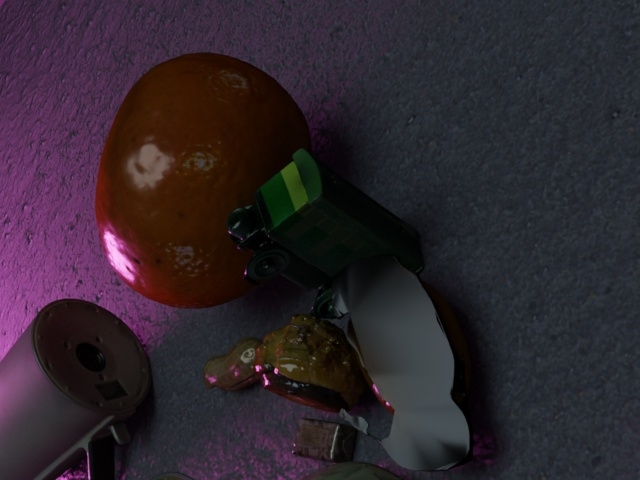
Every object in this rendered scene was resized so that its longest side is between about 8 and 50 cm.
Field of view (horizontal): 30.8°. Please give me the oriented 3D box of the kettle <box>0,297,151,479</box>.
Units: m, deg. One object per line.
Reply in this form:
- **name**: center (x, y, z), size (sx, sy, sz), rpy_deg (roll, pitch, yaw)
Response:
- **kettle**: center (-0.503, 0.359, 2.220), size (0.377, 0.250, 0.361), rpy_deg (-43, 74, 31)

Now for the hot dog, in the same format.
- **hot dog**: center (0.128, 0.181, 1.645), size (0.194, 0.107, 0.325), rpy_deg (-21, 64, 28)

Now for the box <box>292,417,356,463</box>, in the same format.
- **box**: center (0.006, 0.307, 1.778), size (0.098, 0.045, 0.062), rpy_deg (1, 75, 50)

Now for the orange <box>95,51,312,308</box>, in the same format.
- **orange**: center (-0.183, -0.092, 1.912), size (0.424, 0.326, 0.423), rpy_deg (12, -90, -87)

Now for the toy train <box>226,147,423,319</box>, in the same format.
- **toy train**: center (0.000, 0.000, 1.734), size (0.202, 0.301, 0.120), rpy_deg (-38, 47, 19)

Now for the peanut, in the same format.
- **peanut**: center (-0.137, 0.209, 1.963), size (0.174, 0.080, 0.080), rpy_deg (-27, 55, 42)

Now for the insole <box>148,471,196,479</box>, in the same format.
- **insole**: center (-0.227, 0.460, 2.003), size (0.322, 0.007, 0.109), rpy_deg (-3, 71, 49)

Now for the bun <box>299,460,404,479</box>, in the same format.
- **bun**: center (0.016, 0.438, 1.602), size (0.283, 0.179, 0.283), rpy_deg (-19, 62, 42)

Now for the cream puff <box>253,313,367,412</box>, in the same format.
- **cream puff**: center (-0.012, 0.182, 1.746), size (0.189, 0.189, 0.129), rpy_deg (-1, 67, 48)
